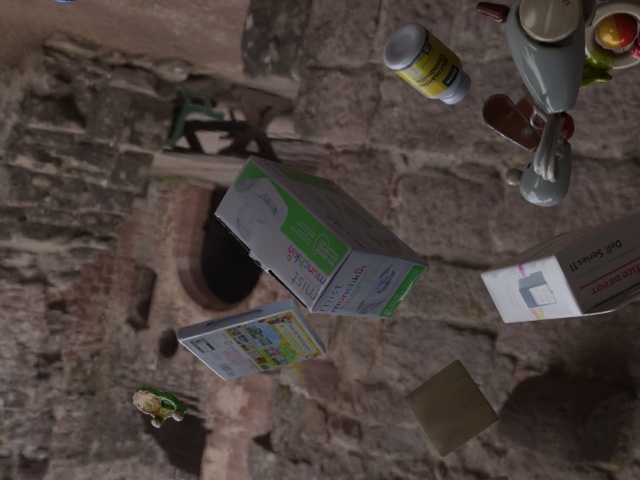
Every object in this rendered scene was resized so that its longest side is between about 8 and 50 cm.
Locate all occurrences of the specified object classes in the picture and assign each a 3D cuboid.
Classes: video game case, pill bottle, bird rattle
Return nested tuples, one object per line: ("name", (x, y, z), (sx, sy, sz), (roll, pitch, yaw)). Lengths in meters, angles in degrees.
("video game case", (-0.116, 0.181, 1.368), (0.207, 0.026, 0.227), (-16, 149, 8))
("pill bottle", (0.220, -0.350, 1.543), (0.184, 0.103, 0.103), (27, 169, -38))
("bird rattle", (0.678, -0.440, 1.714), (0.254, 0.143, 0.206), (-4, 128, 37))

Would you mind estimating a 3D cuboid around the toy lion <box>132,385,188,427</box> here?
("toy lion", (-0.344, 0.344, 1.618), (0.100, 0.096, 0.034), (-22, -159, 29))

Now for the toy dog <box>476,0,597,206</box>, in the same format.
("toy dog", (0.295, -0.229, 1.117), (0.161, 0.333, 0.220), (9, 175, 26))

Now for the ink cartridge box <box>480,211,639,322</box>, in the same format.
("ink cartridge box", (0.470, 0.050, 1.386), (0.207, 0.119, 0.353), (-24, 178, -17))

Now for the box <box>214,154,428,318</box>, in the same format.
("box", (0.000, 0.000, 1.241), (0.262, 0.126, 0.231), (44, -162, 33))

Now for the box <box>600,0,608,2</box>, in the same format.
("box", (0.178, -0.576, 0.890), (0.472, 0.297, 0.479), (24, -145, -12))

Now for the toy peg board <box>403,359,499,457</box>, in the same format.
("toy peg board", (0.307, 0.384, 1.764), (0.160, 0.161, 0.079), (57, -163, 21))

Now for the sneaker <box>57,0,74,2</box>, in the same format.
("sneaker", (-0.449, -0.462, 1.217), (0.078, 0.067, 0.188), (-17, 118, 43))

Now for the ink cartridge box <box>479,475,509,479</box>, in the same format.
("ink cartridge box", (0.082, 0.445, 0.879), (0.395, 0.166, 0.285), (-9, -163, -5))
